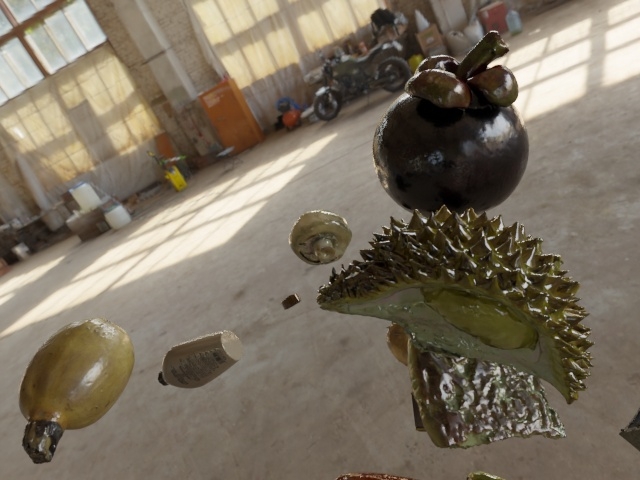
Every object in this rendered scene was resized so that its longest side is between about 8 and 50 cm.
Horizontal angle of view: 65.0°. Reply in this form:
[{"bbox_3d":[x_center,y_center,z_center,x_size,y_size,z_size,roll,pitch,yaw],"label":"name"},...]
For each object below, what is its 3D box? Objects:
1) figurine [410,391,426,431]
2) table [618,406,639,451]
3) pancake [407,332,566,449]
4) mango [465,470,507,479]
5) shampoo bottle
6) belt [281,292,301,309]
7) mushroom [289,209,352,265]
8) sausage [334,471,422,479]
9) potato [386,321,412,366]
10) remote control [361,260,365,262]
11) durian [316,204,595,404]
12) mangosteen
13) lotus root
[{"bbox_3d":[0.343,0.510,1.556,0.098,0.154,0.082,-11,-10,43],"label":"figurine"},{"bbox_3d":[0.745,0.288,0.841,0.272,0.335,0.222,-43,69,-15],"label":"table"},{"bbox_3d":[0.331,0.246,1.053,0.305,0.066,0.426,12,45,-3],"label":"pancake"},{"bbox_3d":[0.551,0.777,1.566,0.191,0.122,0.085,3,47,27],"label":"mango"},{"bbox_3d":[-0.308,0.303,1.244,0.257,0.127,0.078,-28,19,24],"label":"shampoo bottle"},{"bbox_3d":[-0.099,0.207,1.723,0.059,0.036,0.083,-21,-12,-40],"label":"belt"},{"bbox_3d":[0.000,0.000,1.212,0.154,0.154,0.122,-24,41,11],"label":"mushroom"},{"bbox_3d":[0.160,0.437,0.820,0.083,0.300,0.089,122,160,-45],"label":"sausage"},{"bbox_3d":[0.301,0.285,1.387,0.235,0.128,0.161,-5,58,13],"label":"potato"},{"bbox_3d":[0.120,0.148,1.723,0.044,0.107,0.377,-9,6,23],"label":"remote control"},{"bbox_3d":[0.151,0.052,0.565,0.307,0.166,0.172,10,29,12],"label":"durian"},{"bbox_3d":[0.322,-0.252,1.196,0.383,0.435,0.381,5,52,-6],"label":"mangosteen"},{"bbox_3d":[-0.479,0.280,0.969,0.183,0.182,0.309,-20,28,20],"label":"lotus root"}]
